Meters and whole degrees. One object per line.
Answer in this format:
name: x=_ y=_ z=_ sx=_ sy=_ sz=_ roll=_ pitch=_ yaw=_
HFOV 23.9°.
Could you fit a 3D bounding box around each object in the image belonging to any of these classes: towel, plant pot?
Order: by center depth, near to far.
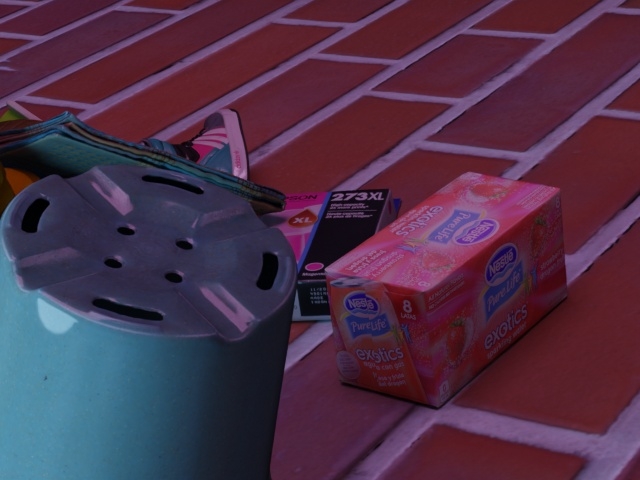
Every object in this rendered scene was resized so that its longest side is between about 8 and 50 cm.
plant pot: x=-0.177 y=0.136 z=1.335 sx=0.341 sy=0.334 sz=0.341 roll=10 pitch=33 yaw=-7
towel: x=-0.264 y=-0.084 z=2.001 sx=0.370 sy=0.040 sz=0.271 roll=18 pitch=-17 yaw=-41

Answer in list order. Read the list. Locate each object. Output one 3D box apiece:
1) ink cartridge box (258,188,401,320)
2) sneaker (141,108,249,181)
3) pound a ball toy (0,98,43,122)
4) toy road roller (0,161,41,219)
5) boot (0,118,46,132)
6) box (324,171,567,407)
ink cartridge box: x=0.000 y=0.000 z=2.038 sx=0.176 sy=0.069 sz=0.371 roll=-3 pitch=22 yaw=12
sneaker: x=-0.206 y=-0.118 z=2.297 sx=0.178 sy=0.124 sz=0.295 roll=-1 pitch=25 yaw=-8
pound a ball toy: x=-0.481 y=-0.083 z=2.328 sx=0.208 sy=0.136 sz=0.319 roll=-44 pitch=35 yaw=-12
toy road roller: x=-0.451 y=0.031 z=1.813 sx=0.202 sy=0.240 sz=0.329 roll=8 pitch=46 yaw=28
boot: x=-0.469 y=-0.055 z=2.128 sx=0.262 sy=0.203 sz=0.095 roll=-11 pitch=16 yaw=10
box: x=0.154 y=0.049 z=1.766 sx=0.142 sy=0.154 sz=0.300 roll=11 pitch=30 yaw=37
